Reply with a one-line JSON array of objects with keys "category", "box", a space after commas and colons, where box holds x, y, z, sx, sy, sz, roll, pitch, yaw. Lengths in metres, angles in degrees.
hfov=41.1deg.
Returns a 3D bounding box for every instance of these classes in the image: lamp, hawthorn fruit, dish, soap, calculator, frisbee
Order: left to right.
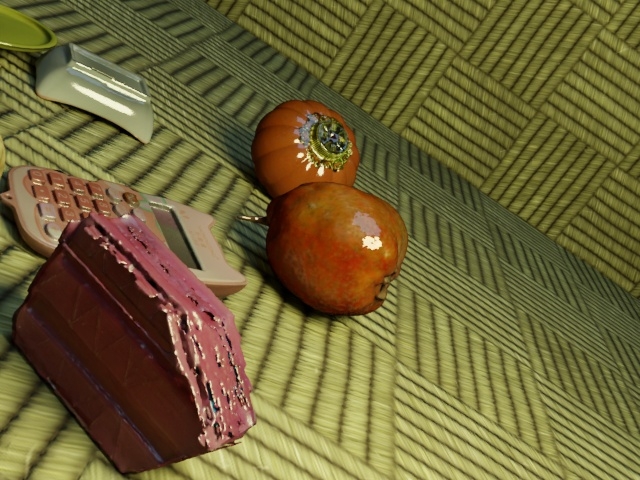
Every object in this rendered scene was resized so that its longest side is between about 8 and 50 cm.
[{"category": "frisbee", "box": [-0.563, -0.369, 1.441, 0.236, 0.017, 0.236, 21, 22, -9]}, {"category": "dish", "box": [-0.380, -0.266, 1.477, 0.212, 0.077, 0.151, 23, 23, -31]}, {"category": "calculator", "box": [-0.263, -0.012, 1.127, 0.330, 0.048, 0.220, 18, 27, -37]}, {"category": "soap", "box": [-0.172, 0.110, 0.820, 0.250, 0.162, 0.099, 45, 15, 19]}, {"category": "lamp", "box": [-0.029, -0.164, 1.654, 0.223, 0.196, 0.223, 13, 66, -32]}, {"category": "hawthorn fruit", "box": [0.000, 0.000, 1.326, 0.262, 0.210, 0.210, 27, 17, 12]}]

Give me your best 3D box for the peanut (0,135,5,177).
[{"category": "peanut", "box": [-0.414, -0.060, 0.846, 0.291, 0.143, 0.159, -58, 127, -76]}]
